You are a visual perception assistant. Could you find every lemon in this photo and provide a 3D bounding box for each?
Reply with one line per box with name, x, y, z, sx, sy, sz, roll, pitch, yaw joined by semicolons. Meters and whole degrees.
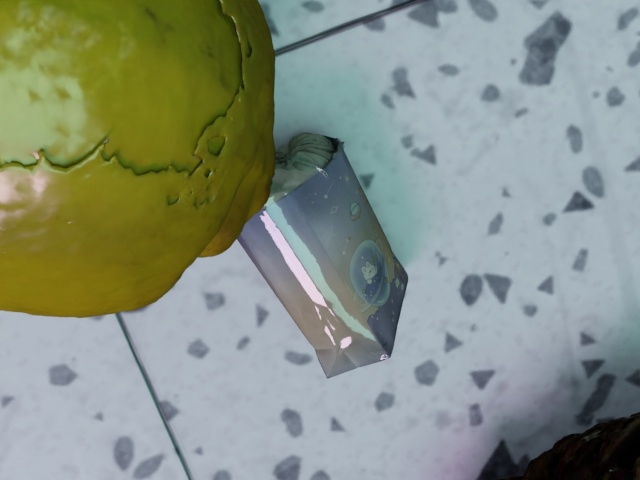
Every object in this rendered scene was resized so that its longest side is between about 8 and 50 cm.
lemon;-0.174;-0.092;0.793;0.297;0.297;0.297;-3;111;-9

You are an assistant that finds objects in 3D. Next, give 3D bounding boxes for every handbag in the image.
handbag;0.000;0.000;0.946;0.095;0.117;0.173;-24;112;21

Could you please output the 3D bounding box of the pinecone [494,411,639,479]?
pinecone;0.259;0.257;1.015;0.298;0.296;0.242;-2;69;-37
